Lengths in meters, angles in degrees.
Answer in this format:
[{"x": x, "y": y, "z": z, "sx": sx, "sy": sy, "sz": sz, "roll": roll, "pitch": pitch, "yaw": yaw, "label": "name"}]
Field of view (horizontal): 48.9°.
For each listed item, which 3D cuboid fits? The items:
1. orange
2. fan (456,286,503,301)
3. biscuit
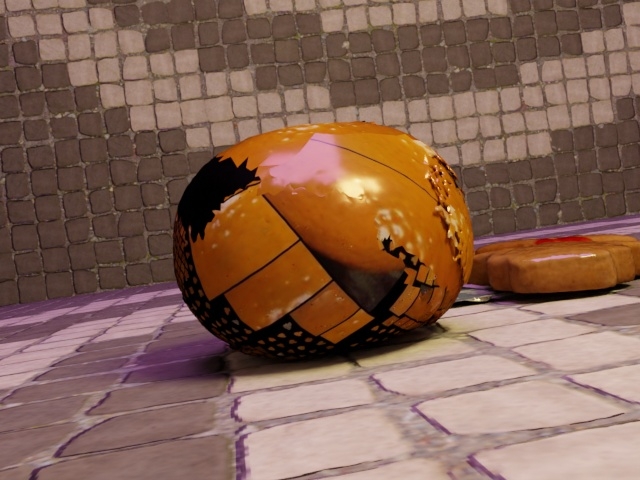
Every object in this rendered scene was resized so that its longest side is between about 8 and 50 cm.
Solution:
[{"x": 0.000, "y": 0.000, "z": 0.549, "sx": 0.234, "sy": 0.182, "sz": 0.234, "roll": -1, "pitch": 12, "yaw": 0, "label": "orange"}, {"x": 0.091, "y": 0.063, "z": 0.759, "sx": 0.131, "sy": 0.009, "sz": 0.240, "roll": -9, "pitch": 1, "yaw": -33, "label": "fan"}, {"x": 0.255, "y": 0.018, "z": 0.769, "sx": 0.202, "sy": 0.047, "sz": 0.334, "roll": -5, "pitch": 1, "yaw": 17, "label": "biscuit"}]
